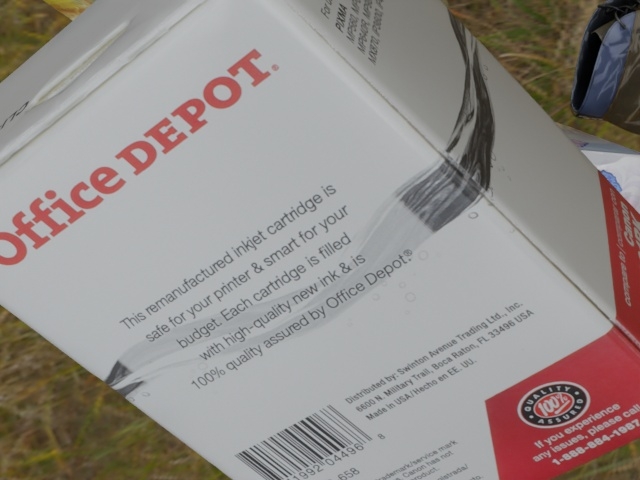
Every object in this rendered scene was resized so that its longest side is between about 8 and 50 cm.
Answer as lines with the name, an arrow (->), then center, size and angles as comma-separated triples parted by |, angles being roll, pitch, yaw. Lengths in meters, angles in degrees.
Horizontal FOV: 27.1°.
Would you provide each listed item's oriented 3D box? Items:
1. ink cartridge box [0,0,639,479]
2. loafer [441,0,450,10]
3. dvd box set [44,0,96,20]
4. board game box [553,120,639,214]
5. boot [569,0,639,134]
ink cartridge box -> 0.000, 0.000, 0.578 | 0.197, 0.114, 0.273 | -33, 120, 29
loafer -> 0.038, -0.045, 0.788 | 0.102, 0.092, 0.268 | -14, 134, -6
dvd box set -> -0.148, -0.243, 1.260 | 0.308, 0.420, 0.062 | 9, 74, 39
board game box -> 0.064, -0.077, 1.116 | 0.318, 0.318, 0.066 | 4, 102, -9
boot -> 0.274, -0.186, 1.074 | 0.106, 0.082, 0.219 | 4, 112, -9
